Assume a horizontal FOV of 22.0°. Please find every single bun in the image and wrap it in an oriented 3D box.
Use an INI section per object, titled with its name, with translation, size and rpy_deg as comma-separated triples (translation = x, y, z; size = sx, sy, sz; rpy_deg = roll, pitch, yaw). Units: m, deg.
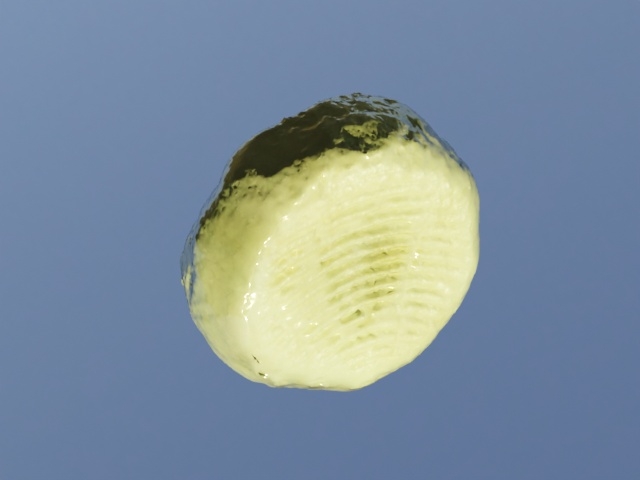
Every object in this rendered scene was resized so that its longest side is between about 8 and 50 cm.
[bun]
translation = 0.000, 0.000, 1.026
size = 0.195, 0.195, 0.118
rpy_deg = -41, -137, -11
